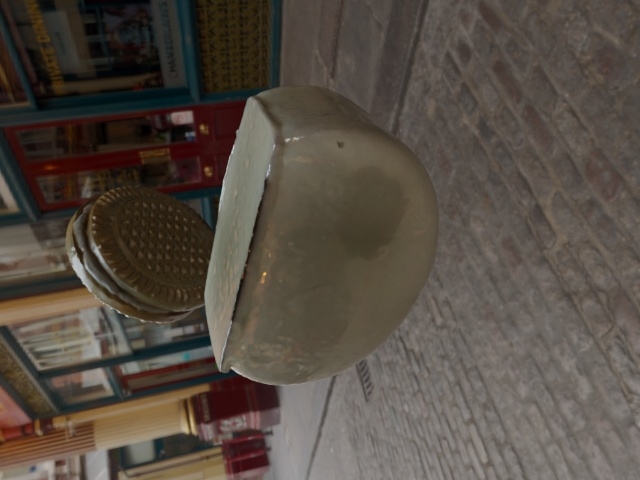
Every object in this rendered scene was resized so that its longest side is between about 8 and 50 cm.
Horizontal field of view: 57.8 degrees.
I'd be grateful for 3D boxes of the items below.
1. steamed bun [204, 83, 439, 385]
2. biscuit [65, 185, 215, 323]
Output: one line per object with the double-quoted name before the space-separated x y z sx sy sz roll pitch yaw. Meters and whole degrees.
"steamed bun" 0.000 0.000 0.502 0.146 0.164 0.241 -121 41 -55
"biscuit" -0.270 0.016 0.928 0.079 0.259 0.259 -43 46 28
